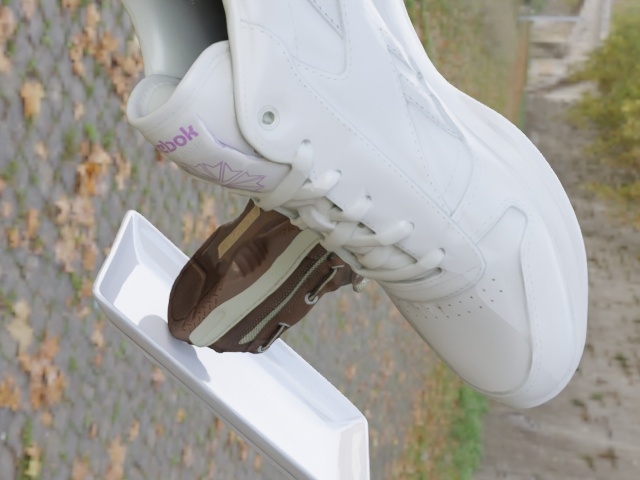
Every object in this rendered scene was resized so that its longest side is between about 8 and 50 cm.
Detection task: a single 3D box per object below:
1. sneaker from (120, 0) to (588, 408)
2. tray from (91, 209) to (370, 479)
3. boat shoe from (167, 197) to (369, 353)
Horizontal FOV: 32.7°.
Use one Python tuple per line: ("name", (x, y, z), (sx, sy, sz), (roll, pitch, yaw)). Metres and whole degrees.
("sneaker", (0.001, -0.038, 0.469), (0.152, 0.114, 0.305), (-41, 104, -34))
("tray", (-0.064, 0.099, 0.822), (0.270, 0.030, 0.145), (43, 17, -16))
("boat shoe", (-0.001, -0.006, 0.762), (0.095, 0.257, 0.095), (27, 40, -29))
